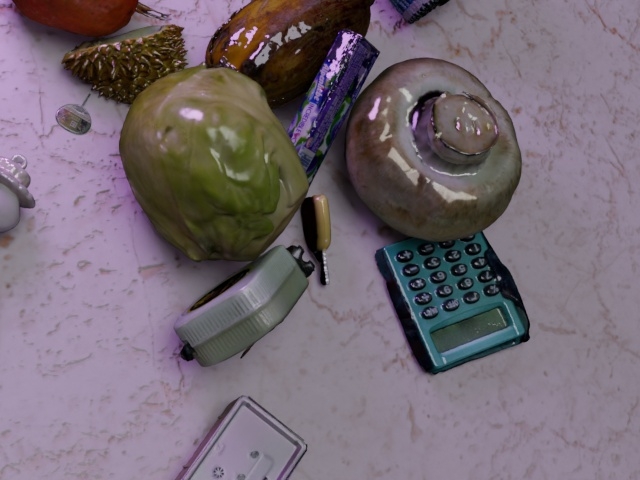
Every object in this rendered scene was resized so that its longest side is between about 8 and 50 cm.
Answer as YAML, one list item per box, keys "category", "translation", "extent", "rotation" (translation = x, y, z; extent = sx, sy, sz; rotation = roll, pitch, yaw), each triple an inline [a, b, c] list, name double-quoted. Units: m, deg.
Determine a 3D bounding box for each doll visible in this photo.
- category: "doll"
  translation: [-0.545, -0.018, 1.498]
  extent: [0.138, 0.119, 0.293]
  rotation: [28, 67, 6]

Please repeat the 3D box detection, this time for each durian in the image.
- category: "durian"
  translation: [-0.329, -0.319, 1.715]
  extent: [0.252, 0.144, 0.139]
  rotation: [-25, 46, -22]

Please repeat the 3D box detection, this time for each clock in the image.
- category: "clock"
  translation: [-0.132, 0.365, 1.560]
  extent: [0.147, 0.071, 0.192]
  rotation: [39, 62, -7]

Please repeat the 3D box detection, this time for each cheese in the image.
- category: "cheese"
  translation: [-0.001, 0.000, 1.748]
  extent: [0.036, 0.086, 0.162]
  rotation: [-6, 89, -19]

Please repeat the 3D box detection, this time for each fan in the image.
- category: "fan"
  translation: [-0.414, -0.214, 1.679]
  extent: [0.080, 0.003, 0.060]
  rotation: [-34, 88, -29]

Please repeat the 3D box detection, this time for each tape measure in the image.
- category: "tape measure"
  translation: [-0.127, 0.114, 1.594]
  extent: [0.115, 0.207, 0.235]
  rotation: [53, 22, -6]

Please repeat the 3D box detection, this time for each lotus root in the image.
- category: "lotus root"
  translation: [-0.047, -0.383, 1.795]
  extent: [0.397, 0.179, 0.196]
  rotation: [-38, 78, -27]

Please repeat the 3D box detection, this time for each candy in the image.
- category: "candy"
  translation: [0.001, -0.224, 1.744]
  extent: [0.061, 0.088, 0.312]
  rotation: [29, 91, 32]

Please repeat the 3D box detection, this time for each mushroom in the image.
- category: "mushroom"
  translation: [0.208, -0.170, 1.789]
  extent: [0.352, 0.260, 0.352]
  rotation: [5, 69, -14]

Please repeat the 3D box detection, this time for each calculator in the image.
- category: "calculator"
  translation: [0.252, 0.095, 1.831]
  extent: [0.248, 0.058, 0.274]
  rotation: [-16, 78, -28]

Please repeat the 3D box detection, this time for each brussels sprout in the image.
- category: "brussels sprout"
  translation: [-0.178, -0.127, 1.579]
  extent: [0.328, 0.328, 0.247]
  rotation: [47, 60, -2]

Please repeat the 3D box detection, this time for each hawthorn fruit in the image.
- category: "hawthorn fruit"
  translation: [-0.393, -0.443, 1.664]
  extent: [0.299, 0.211, 0.211]
  rotation: [27, 63, -25]

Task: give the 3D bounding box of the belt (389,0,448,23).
- category: "belt"
  translation: [0.237, -0.563, 1.970]
  extent: [0.257, 0.207, 0.150]
  rotation: [-42, 94, -21]
